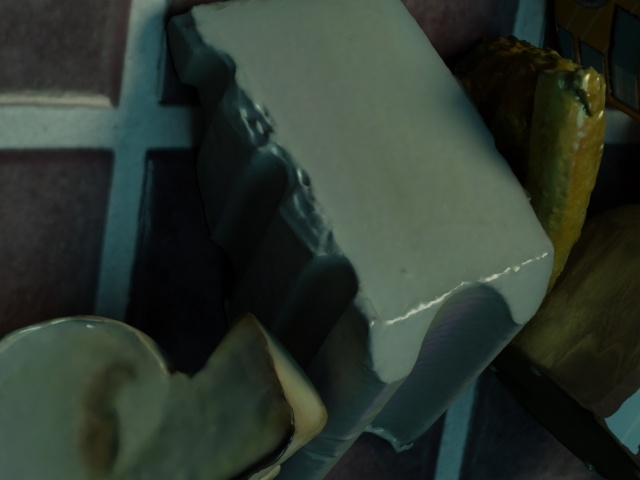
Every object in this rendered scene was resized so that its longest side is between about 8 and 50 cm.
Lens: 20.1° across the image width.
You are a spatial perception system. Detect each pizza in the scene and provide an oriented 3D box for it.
[{"bbox_3d":[0.122,-0.057,1.190,0.058,0.197,0.292,-2,155,-11],"label":"pizza"}]

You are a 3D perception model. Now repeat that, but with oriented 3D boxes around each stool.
[{"bbox_3d":[0.262,0.037,1.301,0.264,0.179,0.179,-44,128,-8],"label":"stool"}]

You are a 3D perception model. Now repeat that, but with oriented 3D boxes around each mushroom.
[{"bbox_3d":[-0.124,0.119,1.098,0.236,0.173,0.162,-37,86,3],"label":"mushroom"}]

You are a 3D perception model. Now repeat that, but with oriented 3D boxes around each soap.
[{"bbox_3d":[0.000,0.000,1.188,0.159,0.257,0.302,-25,163,-26],"label":"soap"}]

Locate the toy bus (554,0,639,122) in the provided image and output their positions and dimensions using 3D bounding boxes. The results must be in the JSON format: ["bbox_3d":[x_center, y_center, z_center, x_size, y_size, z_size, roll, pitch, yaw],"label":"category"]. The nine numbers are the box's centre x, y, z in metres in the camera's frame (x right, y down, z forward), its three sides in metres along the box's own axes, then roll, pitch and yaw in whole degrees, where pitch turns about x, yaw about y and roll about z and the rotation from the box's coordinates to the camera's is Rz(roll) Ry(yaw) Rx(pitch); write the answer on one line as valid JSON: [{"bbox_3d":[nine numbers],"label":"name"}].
[{"bbox_3d":[0.254,-0.140,1.223,0.126,0.209,0.136,-18,128,-30],"label":"toy bus"}]
